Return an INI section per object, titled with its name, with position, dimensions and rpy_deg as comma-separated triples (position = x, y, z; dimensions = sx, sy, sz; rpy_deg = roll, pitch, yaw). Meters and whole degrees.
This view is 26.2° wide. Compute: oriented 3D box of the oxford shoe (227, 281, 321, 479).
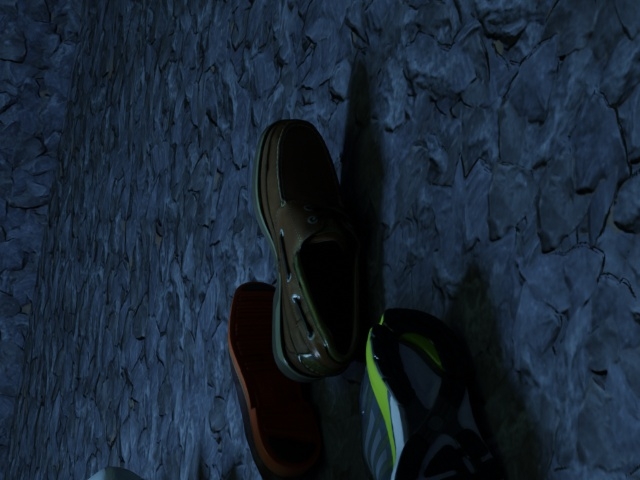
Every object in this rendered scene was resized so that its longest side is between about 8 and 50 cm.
[oxford shoe]
position = -0.069, 0.174, 1.652
dimensions = 0.098, 0.097, 0.271
rpy_deg = 114, 153, -49

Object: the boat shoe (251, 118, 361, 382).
[boat shoe]
position = 0.000, 0.000, 1.533
dimensions = 0.104, 0.111, 0.307
rpy_deg = -30, 65, 59

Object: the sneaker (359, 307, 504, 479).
[sneaker]
position = 0.095, 0.211, 1.246
dimensions = 0.121, 0.111, 0.300
rpy_deg = 106, 164, -47

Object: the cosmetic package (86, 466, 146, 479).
[cosmetic package]
position = -0.219, 0.503, 1.394
dimensions = 0.394, 0.329, 0.327
rpy_deg = -37, 38, 25
